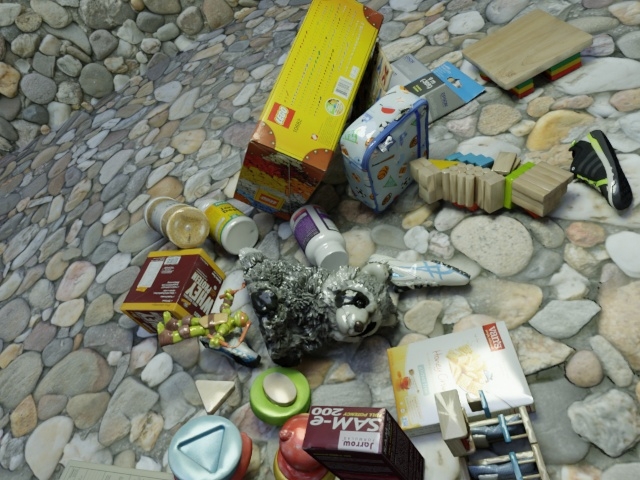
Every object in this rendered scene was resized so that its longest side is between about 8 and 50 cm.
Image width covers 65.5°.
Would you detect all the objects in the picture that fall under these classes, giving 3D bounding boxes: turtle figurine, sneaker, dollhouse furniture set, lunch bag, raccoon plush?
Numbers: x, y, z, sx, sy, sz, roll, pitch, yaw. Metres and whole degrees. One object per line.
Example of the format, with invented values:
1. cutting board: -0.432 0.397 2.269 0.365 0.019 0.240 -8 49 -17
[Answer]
1. turtle figurine: -0.262 0.193 1.183 0.218 0.087 0.269 -7 28 -1
2. sneaker: -0.209 0.244 1.209 0.191 0.071 0.082 13 54 37
3. dollhouse furniture set: 0.273 0.323 0.782 0.130 0.183 0.128 -18 45 15
4. lunch bag: 0.174 -0.225 1.240 0.243 0.303 0.115 -42 63 -12
5. sneaker: 0.215 0.082 1.117 0.238 0.085 0.086 5 81 28
6. raccoon plush: -0.019 0.080 1.146 0.300 0.216 0.446 -19 42 -9
7. sneaker: 0.613 -0.145 1.109 0.097 0.084 0.234 -30 37 37

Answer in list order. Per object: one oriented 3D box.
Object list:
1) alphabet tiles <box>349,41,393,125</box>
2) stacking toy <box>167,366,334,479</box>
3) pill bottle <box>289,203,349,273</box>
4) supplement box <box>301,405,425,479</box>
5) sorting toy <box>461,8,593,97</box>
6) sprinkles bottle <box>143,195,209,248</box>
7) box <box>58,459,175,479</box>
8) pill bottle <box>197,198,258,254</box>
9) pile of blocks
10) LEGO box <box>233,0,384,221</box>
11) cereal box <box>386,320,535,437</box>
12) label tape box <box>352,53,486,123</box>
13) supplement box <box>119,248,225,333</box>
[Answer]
1. alphabet tiles: 0.132 -0.354 1.391 0.011 0.342 0.285 2 45 -13
2. stacking toy: -0.134 0.341 0.960 0.310 0.130 0.279 -5 40 -7
3. pill bottle: 0.000 0.000 1.280 0.108 0.108 0.193 -32 43 0
4. supplement box: 0.080 0.353 0.822 0.131 0.239 0.073 -7 49 24
5. sorting toy: 0.589 -0.531 1.440 0.257 0.089 0.255 -28 43 5
6. sprinkles bottle: -0.442 -0.061 1.500 0.121 0.121 0.355 -46 27 -14
7. box: -0.394 0.544 1.002 0.312 0.121 0.147 -5 50 26
8. pill bottle: -0.283 -0.050 1.475 0.117 0.117 0.208 -44 44 -13
9. pile of blocks: 0.393 -0.129 1.186 0.363 0.112 0.149 14 47 29
10. LEGO box: -0.042 -0.354 1.359 0.193 0.372 0.499 23 69 -9
11. cereal box: 0.257 0.261 0.945 0.241 0.047 0.172 -19 45 14
12. label tape box: 0.284 -0.462 1.532 0.348 0.115 0.249 -30 43 5
13. supplement box: -0.398 0.141 1.360 0.192 0.129 0.194 -4 50 26
